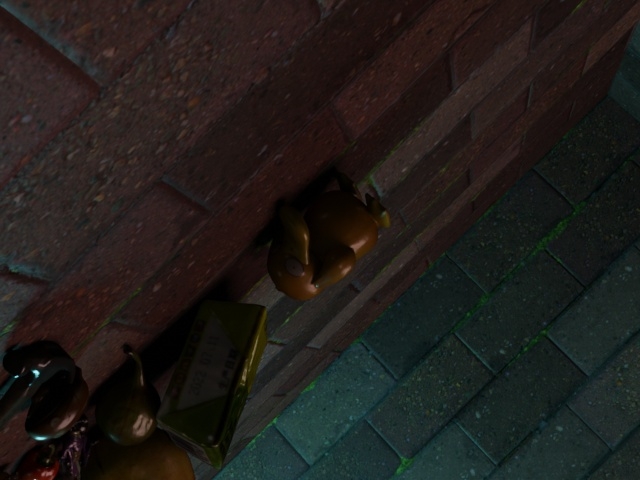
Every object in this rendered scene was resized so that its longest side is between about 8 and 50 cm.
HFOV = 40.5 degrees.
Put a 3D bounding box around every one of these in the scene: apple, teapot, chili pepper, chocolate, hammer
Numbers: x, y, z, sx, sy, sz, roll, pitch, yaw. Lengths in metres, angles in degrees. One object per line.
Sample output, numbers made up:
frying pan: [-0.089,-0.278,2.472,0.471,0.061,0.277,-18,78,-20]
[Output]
apple: [-0.402,0.528,1.843,0.286,0.286,0.233,-44,180,-1]
teapot: [-0.428,0.259,1.398,0.129,0.078,0.098,-49,-151,-18]
chili pepper: [-0.546,0.454,1.641,0.071,0.063,0.272,2,141,-37]
chocolate: [-0.211,0.284,1.737,0.301,0.137,0.289,103,7,-68]
hammer: [-0.535,0.316,1.308,0.440,0.044,0.168,-46,164,9]

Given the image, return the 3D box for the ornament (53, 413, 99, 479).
ornament: [-0.471,0.408,1.670,0.081,0.088,0.203,2,127,-40]

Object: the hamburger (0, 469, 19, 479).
hamburger: [-0.596,0.482,1.518,0.137,0.087,0.166,-52,164,30]

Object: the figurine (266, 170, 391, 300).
figurine: [0.008,0.000,1.637,0.228,0.215,0.215,-22,158,-24]

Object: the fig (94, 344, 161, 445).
fig: [-0.354,0.276,1.614,0.124,0.124,0.236,-29,140,-47]
